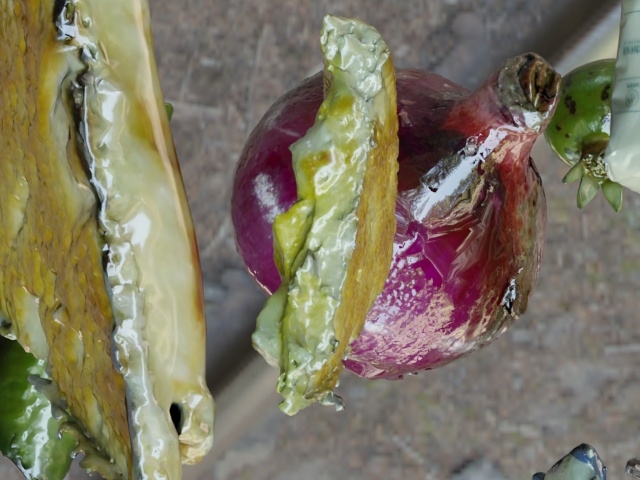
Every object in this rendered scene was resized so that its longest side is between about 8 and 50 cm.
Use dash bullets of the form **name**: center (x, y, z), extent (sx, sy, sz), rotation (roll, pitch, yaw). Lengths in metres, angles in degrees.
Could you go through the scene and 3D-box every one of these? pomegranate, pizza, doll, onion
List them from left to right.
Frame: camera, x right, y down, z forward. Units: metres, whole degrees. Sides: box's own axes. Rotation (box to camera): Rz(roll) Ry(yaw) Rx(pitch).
- **pizza**: center (-0.050, -0.028, 0.355), extent (0.036, 0.176, 0.184), rotation (-10, 136, -25)
- **pizza**: center (0.000, 0.000, 1.232), extent (0.075, 0.287, 0.280), rotation (9, 133, 11)
- **onion**: center (0.105, -0.056, 1.725), extent (0.348, 0.347, 0.385), rotation (27, 132, -22)
- **doll**: center (0.135, 0.137, 0.935), extent (0.027, 0.037, 0.125), rotation (-4, 159, -7)
- **pomegranate**: center (0.365, -0.131, 2.188), extent (0.156, 0.220, 0.156), rotation (-4, 155, -2)

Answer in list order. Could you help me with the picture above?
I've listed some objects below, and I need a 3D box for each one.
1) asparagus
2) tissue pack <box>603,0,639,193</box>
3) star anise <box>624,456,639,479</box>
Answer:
- **asparagus**: center (-0.225, 0.028, 1.504), extent (0.128, 0.382, 0.108), rotation (1, 159, 31)
- **tissue pack**: center (0.501, -0.185, 1.756), extent (0.380, 0.297, 0.207), rotation (4, 172, 36)
- **star anise**: center (0.237, 0.161, 1.009), extent (0.141, 0.042, 0.141), rotation (-1, 109, -3)
